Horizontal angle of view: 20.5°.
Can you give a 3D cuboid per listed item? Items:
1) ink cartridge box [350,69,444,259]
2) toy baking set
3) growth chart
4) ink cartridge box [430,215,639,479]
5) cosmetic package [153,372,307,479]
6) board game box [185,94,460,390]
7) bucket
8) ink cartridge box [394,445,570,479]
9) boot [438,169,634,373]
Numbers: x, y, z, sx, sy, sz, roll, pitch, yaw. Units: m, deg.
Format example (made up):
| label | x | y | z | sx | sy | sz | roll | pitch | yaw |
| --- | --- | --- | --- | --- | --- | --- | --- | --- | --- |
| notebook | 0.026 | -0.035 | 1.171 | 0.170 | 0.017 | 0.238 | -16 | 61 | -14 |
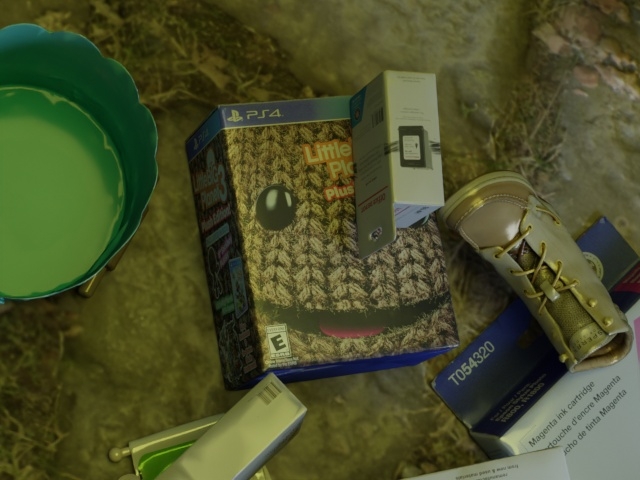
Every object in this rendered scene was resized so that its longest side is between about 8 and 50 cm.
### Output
| label | x | y | z | sx | sy | sz | roll | pitch | yaw |
| --- | --- | --- | --- | --- | --- | --- | --- | --- | --- |
| ink cartridge box | 0.080 | -0.076 | 1.846 | 0.060 | 0.104 | 0.180 | 2 | 77 | -20 |
| toy baking set | -0.276 | -0.065 | 1.914 | 0.197 | 0.030 | 0.256 | 36 | 68 | -8 |
| growth chart | -0.110 | 0.296 | 1.857 | 0.172 | 0.021 | 0.237 | -25 | 75 | -14 |
| ink cartridge box | 0.347 | 0.184 | 2.049 | 0.324 | 0.071 | 0.330 | -42 | 94 | -23 |
| cosmetic package | -0.119 | 0.245 | 1.812 | 0.239 | 0.099 | 0.060 | -42 | 82 | -17 |
| board game box | 0.000 | 0.000 | 1.933 | 0.232 | 0.141 | 0.291 | -7 | 79 | -21 |
| bucket | -0.307 | -0.066 | 1.795 | 0.281 | 0.183 | 0.281 | 2 | 80 | -12 |
| ink cartridge box | 0.161 | 0.376 | 1.865 | 0.197 | 0.198 | 0.270 | -9 | 81 | -22 |
| boot | 0.242 | 0.039 | 1.940 | 0.095 | 0.262 | 0.203 | -36 | 62 | 15 |
